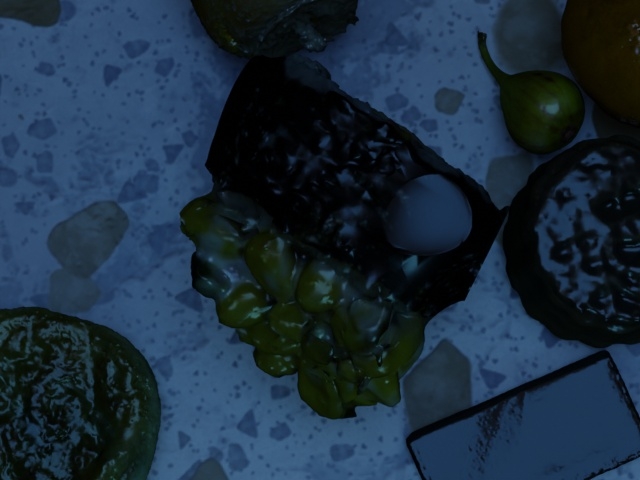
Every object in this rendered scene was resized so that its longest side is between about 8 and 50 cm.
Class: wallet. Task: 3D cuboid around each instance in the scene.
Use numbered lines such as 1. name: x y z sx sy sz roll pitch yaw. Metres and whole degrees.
1. wallet: 0.225 0.219 1.858 0.244 0.025 0.124 -23 82 -4

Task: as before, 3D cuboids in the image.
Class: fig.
1. fig: 0.235 -0.165 1.914 0.093 0.093 0.166 -20 43 -5

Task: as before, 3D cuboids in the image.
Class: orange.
1. orange: 0.379 -0.226 1.868 0.240 0.171 0.240 0 66 0

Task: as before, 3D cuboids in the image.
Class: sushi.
1. sushi: 0.000 0.000 1.746 0.328 0.328 0.285 38 92 3

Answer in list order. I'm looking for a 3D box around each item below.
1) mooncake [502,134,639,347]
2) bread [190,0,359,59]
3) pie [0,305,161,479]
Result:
1. mooncake: 0.314 0.000 1.851 0.228 0.124 0.228 1 80 -3
2. bread: -0.068 -0.301 1.855 0.176 0.195 0.246 -26 82 -10
3. pie: -0.305 0.195 1.819 0.277 0.078 0.277 1 78 -3
